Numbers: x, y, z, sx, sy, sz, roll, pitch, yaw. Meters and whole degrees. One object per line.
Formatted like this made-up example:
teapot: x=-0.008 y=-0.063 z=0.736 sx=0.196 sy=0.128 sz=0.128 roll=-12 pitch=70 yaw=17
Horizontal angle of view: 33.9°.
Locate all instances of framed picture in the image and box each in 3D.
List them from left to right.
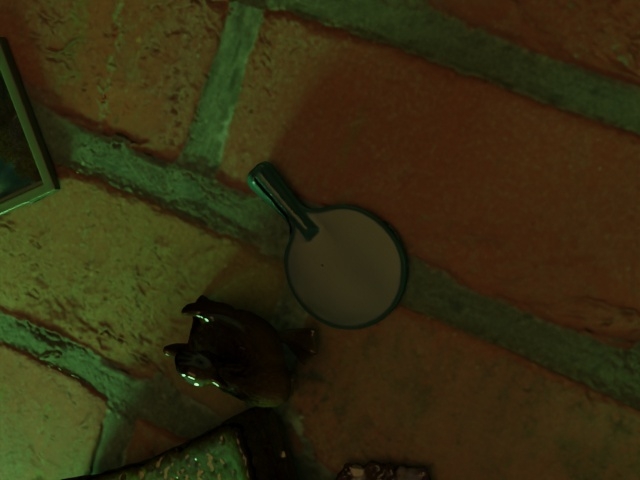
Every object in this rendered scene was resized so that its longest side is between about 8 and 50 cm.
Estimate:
framed picture: x=-0.427 y=-0.098 z=1.194 sx=0.249 sy=0.016 sz=0.184 roll=-20 pitch=89 yaw=20

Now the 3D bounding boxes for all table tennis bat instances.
table tennis bat: x=0.000 y=0.000 z=1.055 sx=0.124 sy=0.033 sz=0.201 roll=-44 pitch=84 yaw=16

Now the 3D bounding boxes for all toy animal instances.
toy animal: x=-0.100 y=0.104 z=1.032 sx=0.188 sy=0.179 sz=0.089 roll=35 pitch=105 yaw=39

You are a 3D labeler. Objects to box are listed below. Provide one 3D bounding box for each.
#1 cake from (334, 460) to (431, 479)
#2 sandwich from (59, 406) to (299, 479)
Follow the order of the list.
cake: x=0.076 y=0.370 z=1.056 sx=0.115 sy=0.113 sz=0.296 roll=-8 pitch=82 yaw=14
sandwich: x=-0.133 y=0.329 z=1.085 sx=0.273 sy=0.095 sz=0.249 roll=-24 pitch=77 yaw=20
